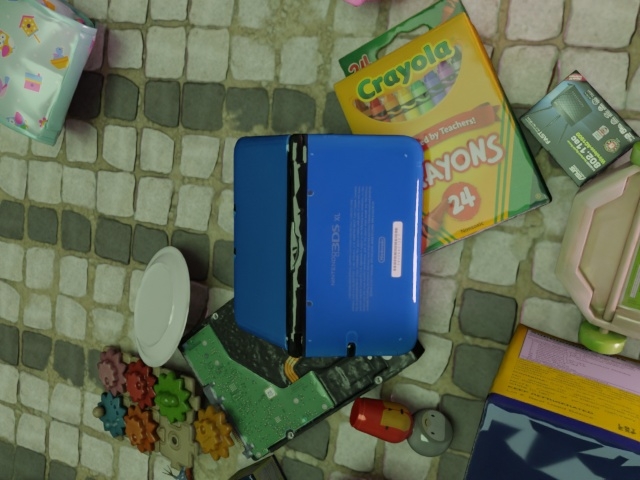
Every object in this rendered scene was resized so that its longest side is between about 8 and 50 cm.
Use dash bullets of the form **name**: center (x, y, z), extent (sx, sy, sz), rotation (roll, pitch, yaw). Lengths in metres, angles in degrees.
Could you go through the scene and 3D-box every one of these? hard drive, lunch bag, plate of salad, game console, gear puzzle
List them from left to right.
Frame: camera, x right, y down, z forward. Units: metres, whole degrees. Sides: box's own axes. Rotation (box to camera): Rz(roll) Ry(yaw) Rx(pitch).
- **lunch bag**: center (-0.495, -0.312, 1.068), extent (0.262, 0.160, 0.223), rotation (35, 106, 22)
- **gear puzzle**: center (-0.274, 0.297, 1.052), extent (0.338, 0.044, 0.176), rotation (9, 101, 35)
- **plate of salad**: center (-0.258, 0.109, 1.044), extent (0.199, 0.048, 0.200), rotation (-17, 68, 47)
- **hard drive**: center (-0.041, 0.165, 0.975), extent (0.339, 0.064, 0.237), rotation (-38, 80, 20)
- **game console**: center (0.000, 0.000, 0.883), extent (0.250, 0.173, 0.293), rotation (0, 98, -5)

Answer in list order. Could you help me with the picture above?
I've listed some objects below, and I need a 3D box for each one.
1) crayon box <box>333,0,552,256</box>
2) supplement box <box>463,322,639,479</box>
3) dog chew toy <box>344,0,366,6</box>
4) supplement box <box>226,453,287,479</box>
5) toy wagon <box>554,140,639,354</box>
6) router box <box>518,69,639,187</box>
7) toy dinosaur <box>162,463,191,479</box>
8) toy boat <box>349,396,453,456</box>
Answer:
- **crayon box**: center (0.153, -0.156, 0.855), extent (0.202, 0.081, 0.319), rotation (-25, 85, 23)
- **supplement box**: center (0.274, 0.242, 0.692), extent (0.194, 0.356, 0.195), rotation (17, 100, 21)
- **dog chew toy**: center (0.105, -0.460, 0.790), extent (0.206, 0.206, 0.332), rotation (36, 116, 16)
- **supplement box**: center (-0.111, 0.400, 1.015), extent (0.083, 0.083, 0.056), rotation (-31, 83, 22)
- **toy wagon**: center (0.454, 0.040, 0.712), extent (0.344, 0.068, 0.267), rotation (18, 121, 25)
- **router box**: center (0.329, -0.142, 0.805), extent (0.092, 0.038, 0.122), rotation (-43, 79, 21)
- **toy dinosaur**: center (-0.238, 0.411, 1.106), extent (0.090, 0.047, 0.082), rotation (29, 98, -17)
- **toy boat**: center (0.081, 0.382, 0.878), extent (0.148, 0.267, 0.318), rotation (18, 84, -10)
